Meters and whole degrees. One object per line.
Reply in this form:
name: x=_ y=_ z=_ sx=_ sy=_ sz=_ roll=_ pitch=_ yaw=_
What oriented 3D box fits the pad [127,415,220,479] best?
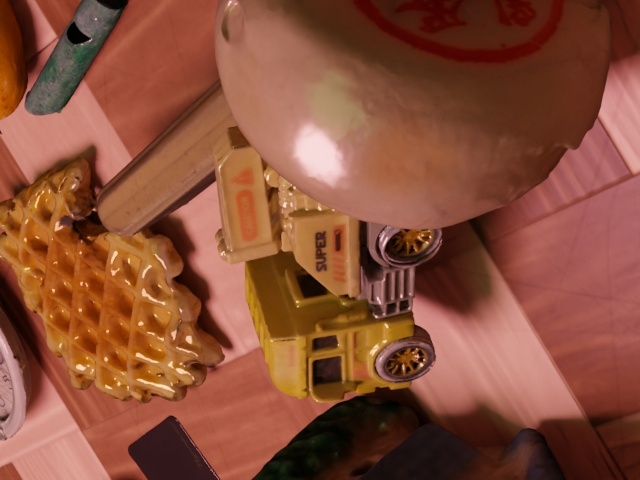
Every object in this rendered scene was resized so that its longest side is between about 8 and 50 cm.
pad: x=-0.127 y=0.255 z=1.827 sx=0.157 sy=0.003 sz=0.112 roll=54 pitch=141 yaw=2

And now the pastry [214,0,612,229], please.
pastry: x=0.059 y=-0.128 z=1.194 sx=0.265 sy=0.265 sz=0.133 roll=36 pitch=139 yaw=23

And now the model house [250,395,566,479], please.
model house: x=0.074 y=0.336 z=1.378 sx=0.343 sy=0.382 sz=0.334 roll=-10 pitch=110 yaw=54

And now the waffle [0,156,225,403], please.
waffle: x=-0.205 y=0.048 z=1.726 sx=0.261 sy=0.056 sz=0.250 roll=-17 pitch=103 yaw=47

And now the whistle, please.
whistle: x=-0.216 y=-0.166 z=1.604 sx=0.039 sy=0.039 sz=0.186 roll=51 pitch=141 yaw=7

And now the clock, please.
clock: x=-0.380 y=0.103 z=1.941 sx=0.236 sy=0.053 sz=0.236 roll=28 pitch=135 yaw=33

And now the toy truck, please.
toy truck: x=0.000 y=0.000 z=1.347 sx=0.272 sy=0.157 sz=0.124 roll=89 pitch=167 yaw=-46

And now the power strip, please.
power strip: x=-0.066 y=-0.104 z=1.452 sx=0.066 sy=0.092 sz=0.387 roll=54 pitch=140 yaw=-2

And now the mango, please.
mango: x=-0.310 y=-0.188 z=1.660 sx=0.101 sy=0.066 sz=0.187 roll=-5 pitch=98 yaw=64
